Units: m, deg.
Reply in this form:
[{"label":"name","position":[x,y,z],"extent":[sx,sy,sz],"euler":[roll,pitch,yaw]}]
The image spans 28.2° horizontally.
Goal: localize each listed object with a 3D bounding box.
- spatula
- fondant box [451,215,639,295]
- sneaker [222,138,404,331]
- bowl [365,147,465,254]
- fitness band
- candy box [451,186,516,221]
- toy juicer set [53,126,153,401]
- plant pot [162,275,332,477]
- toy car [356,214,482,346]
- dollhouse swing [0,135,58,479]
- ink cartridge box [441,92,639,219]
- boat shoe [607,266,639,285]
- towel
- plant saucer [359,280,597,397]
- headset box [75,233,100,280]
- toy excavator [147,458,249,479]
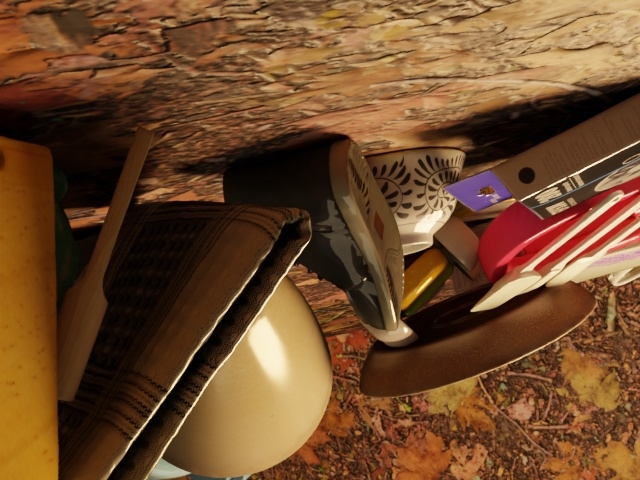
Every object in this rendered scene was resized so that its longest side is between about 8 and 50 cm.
[{"label":"spatula","position":[0.280,0.008,1.362],"extent":[0.168,0.019,0.242],"euler":[-7,156,-38]},{"label":"fondant box","position":[0.365,-0.005,1.713],"extent":[0.238,0.096,0.330],"euler":[-4,168,-41]},{"label":"sneaker","position":[0.000,0.000,1.117],"extent":[0.118,0.083,0.222],"euler":[-6,136,18]},{"label":"bowl","position":[0.063,-0.027,1.210],"extent":[0.170,0.080,0.170],"euler":[-12,171,-2]},{"label":"fitness band","position":[0.304,-0.035,1.387],"extent":[0.291,0.054,0.209],"euler":[-21,161,-13]},{"label":"candy box","position":[0.259,-0.054,1.471],"extent":[0.206,0.027,0.105],"euler":[-8,168,-23]},{"label":"toy juicer set","position":[-0.234,0.050,0.916],"extent":[0.089,0.209,0.329],"euler":[21,156,-26]},{"label":"plant pot","position":[-0.117,0.104,1.418],"extent":[0.256,0.256,0.274],"euler":[-11,155,-3]},{"label":"toy car","position":[0.093,0.028,1.456],"extent":[0.159,0.136,0.182],"euler":[-46,167,1]},{"label":"dollhouse swing","position":[-0.333,0.115,0.776],"extent":[0.305,0.347,0.315],"euler":[-3,175,21]},{"label":"ink cartridge box","position":[0.228,-0.064,1.175],"extent":[0.208,0.045,0.206],"euler":[-25,169,13]},{"label":"boat shoe","position":[0.537,-0.015,1.846],"extent":[0.118,0.103,0.320],"euler":[-4,169,-42]},{"label":"towel","position":[-0.176,0.097,0.973],"extent":[0.056,0.324,0.312],"euler":[41,163,-26]},{"label":"plant saucer","position":[0.183,0.107,1.566],"extent":[0.310,0.050,0.310],"euler":[-23,-175,2]},{"label":"headset box","position":[-0.305,0.104,1.270],"extent":[0.246,0.131,0.283],"euler":[-20,177,-25]},{"label":"toy excavator","position":[-0.289,0.202,1.629],"extent":[0.445,0.433,0.222],"euler":[-43,-168,-34]}]
